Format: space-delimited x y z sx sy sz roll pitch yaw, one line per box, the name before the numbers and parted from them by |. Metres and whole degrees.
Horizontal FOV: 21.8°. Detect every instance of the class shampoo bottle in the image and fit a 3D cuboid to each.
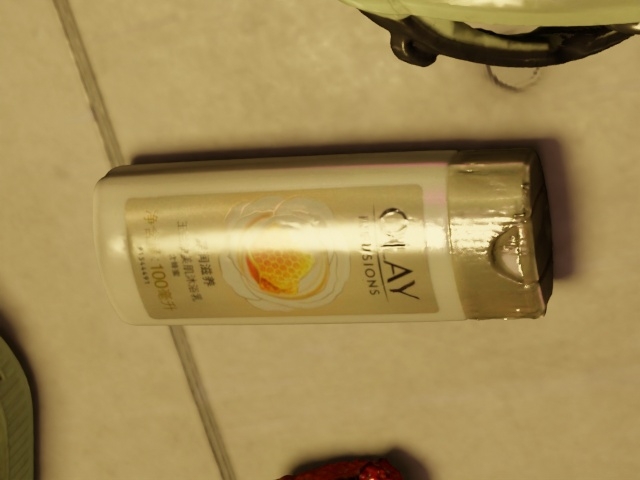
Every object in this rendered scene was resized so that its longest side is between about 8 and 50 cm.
shampoo bottle | 0.000 0.000 0.835 0.227 0.056 0.086 -1 114 18

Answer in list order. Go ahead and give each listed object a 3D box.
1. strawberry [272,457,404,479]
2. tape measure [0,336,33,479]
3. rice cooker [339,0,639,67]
strawberry | 0.007 0.157 0.895 0.083 0.083 0.096 46 111 -6
tape measure | -0.290 0.115 0.947 0.235 0.115 0.207 10 118 13
rice cooker | 0.092 -0.190 0.639 0.226 0.226 0.244 2 112 17
